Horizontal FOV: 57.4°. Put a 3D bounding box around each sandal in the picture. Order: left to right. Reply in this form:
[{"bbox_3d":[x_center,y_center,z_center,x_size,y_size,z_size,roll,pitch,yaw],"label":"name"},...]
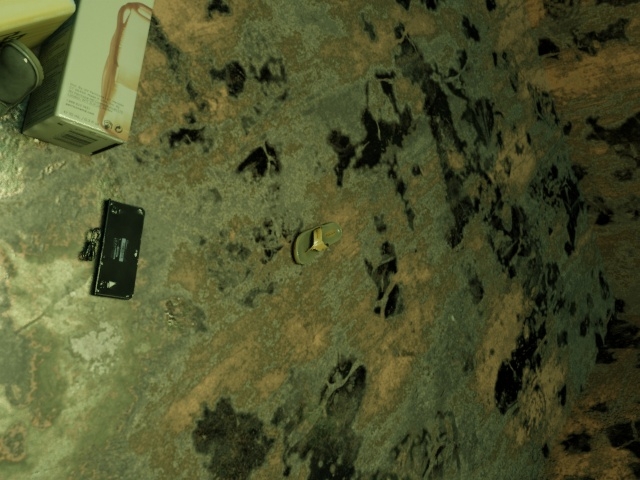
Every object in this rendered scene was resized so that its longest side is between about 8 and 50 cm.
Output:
[{"bbox_3d":[0.000,0.000,1.434,0.180,0.049,0.072,-29,105,-42],"label":"sandal"}]

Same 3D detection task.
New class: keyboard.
[{"bbox_3d":[-0.386,0.015,1.082,0.108,0.023,0.180,17,72,-48],"label":"keyboard"}]

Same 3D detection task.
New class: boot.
[{"bbox_3d":[-0.520,-0.189,0.872,0.076,0.189,0.208,43,52,-13],"label":"boot"}]

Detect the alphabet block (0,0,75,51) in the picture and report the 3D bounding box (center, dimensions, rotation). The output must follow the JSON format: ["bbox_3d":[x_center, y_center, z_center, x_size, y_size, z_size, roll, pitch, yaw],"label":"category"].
[{"bbox_3d":[-0.527,-0.378,0.873,0.197,0.193,0.192,-37,108,-40],"label":"alphabet block"}]

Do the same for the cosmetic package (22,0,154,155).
[{"bbox_3d":[-0.399,-0.314,1.019,0.129,0.153,0.296,18,75,-43],"label":"cosmetic package"}]
